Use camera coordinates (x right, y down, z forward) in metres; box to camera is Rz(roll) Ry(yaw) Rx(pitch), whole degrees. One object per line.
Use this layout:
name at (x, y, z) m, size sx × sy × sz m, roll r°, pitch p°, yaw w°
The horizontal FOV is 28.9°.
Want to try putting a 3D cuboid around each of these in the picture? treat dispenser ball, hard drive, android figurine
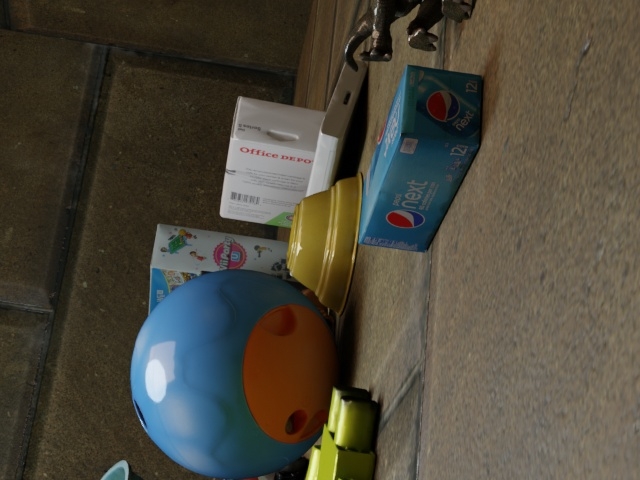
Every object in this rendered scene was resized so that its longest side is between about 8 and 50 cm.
treat dispenser ball at (-0.115, 0.183, 1.705) m, size 0.288 × 0.288 × 0.288 m, roll -172°, pitch 90°, yaw -85°
hard drive at (0.012, -0.112, 2.002) m, size 0.203 × 0.040 × 0.307 m, roll -71°, pitch -5°, yaw -46°
android figurine at (0.015, 0.302, 1.380) m, size 0.248 × 0.056 × 0.272 m, roll -147°, pitch 67°, yaw -84°

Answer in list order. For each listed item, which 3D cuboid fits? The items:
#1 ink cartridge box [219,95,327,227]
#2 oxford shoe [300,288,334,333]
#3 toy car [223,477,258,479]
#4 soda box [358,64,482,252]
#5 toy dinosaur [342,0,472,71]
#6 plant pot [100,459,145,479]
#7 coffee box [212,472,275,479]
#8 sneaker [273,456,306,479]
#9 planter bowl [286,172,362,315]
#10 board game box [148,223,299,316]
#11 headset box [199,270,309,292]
ink cartridge box at (-0.088, -0.149, 2.487) m, size 0.273 × 0.199 × 0.114 m, roll 106°, pitch 172°, yaw -56°
oxford shoe at (-0.005, 0.133, 1.931) m, size 0.076 × 0.076 × 0.212 m, roll -45°, pitch 20°, yaw 25°
toy car at (-0.090, 0.473, 2.069) m, size 0.225 × 0.053 × 0.239 m, roll 65°, pitch 180°, yaw -70°
soda box at (0.084, -0.066, 1.101) m, size 0.210 × 0.067 × 0.071 m, roll 109°, pitch 168°, yaw -63°
toy dinosaur at (0.098, -0.265, 1.200) m, size 0.313 × 0.121 × 0.160 m, roll 98°, pitch -170°, yaw -61°
plant pot at (-0.284, 0.614, 2.192) m, size 0.341 × 0.334 × 0.341 m, roll -53°, pitch 16°, yaw 23°
coffee box at (-0.124, 0.410, 2.317) m, size 0.098 × 0.141 × 0.246 m, roll -117°, pitch 37°, yaw -83°
sneaker at (-0.053, 0.399, 2.051) m, size 0.170 × 0.051 × 0.089 m, roll 100°, pitch 177°, yaw -83°
planter bowl at (0.000, 0.000, 1.848) m, size 0.217 × 0.090 × 0.217 m, roll -172°, pitch 90°, yaw -86°
board game box at (-0.155, 0.077, 2.262) m, size 0.224 × 0.304 × 0.097 m, roll 107°, pitch 170°, yaw -62°
headset box at (-0.116, 0.166, 2.168) m, size 0.293 × 0.218 × 0.110 m, roll 106°, pitch 170°, yaw -55°
